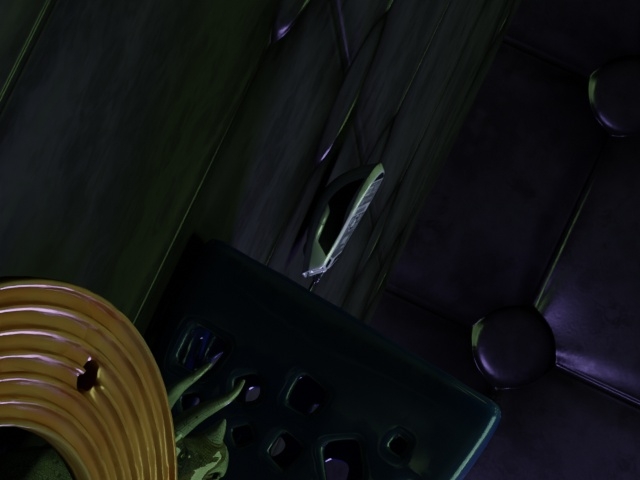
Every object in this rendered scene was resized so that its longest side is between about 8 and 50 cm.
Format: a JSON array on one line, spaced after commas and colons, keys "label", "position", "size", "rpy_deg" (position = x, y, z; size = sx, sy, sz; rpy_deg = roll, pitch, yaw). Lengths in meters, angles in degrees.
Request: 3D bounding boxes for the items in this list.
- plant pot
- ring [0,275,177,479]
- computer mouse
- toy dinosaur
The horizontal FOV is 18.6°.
[{"label": "plant pot", "position": [-0.028, 0.155, 1.389], "size": [0.212, 0.236, 0.236], "rpy_deg": [-58, 174, -6]}, {"label": "ring", "position": [-0.162, 0.171, 0.749], "size": [0.336, 0.032, 0.336], "rpy_deg": [-44, 143, -45]}, {"label": "computer mouse", "position": [0.000, 0.000, 1.903], "size": [0.193, 0.042, 0.106], "rpy_deg": [-61, 171, 12]}, {"label": "toy dinosaur", "position": [-0.153, 0.163, 0.986], "size": [0.313, 0.121, 0.160], "rpy_deg": [-30, 132, -68]}]
